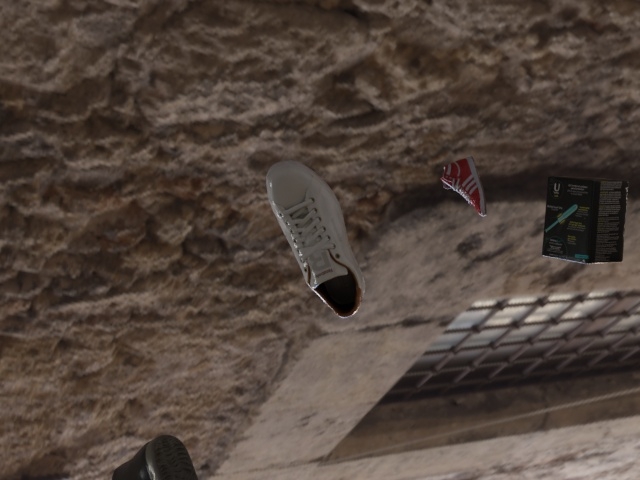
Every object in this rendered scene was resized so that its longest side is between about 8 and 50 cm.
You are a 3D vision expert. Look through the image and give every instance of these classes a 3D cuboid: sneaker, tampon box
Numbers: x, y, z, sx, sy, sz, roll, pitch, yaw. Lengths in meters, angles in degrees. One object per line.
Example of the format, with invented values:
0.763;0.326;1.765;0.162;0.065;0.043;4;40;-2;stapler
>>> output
0.255;-0.090;1.652;0.067;0.042;0.119;-13;-117;2;sneaker
-0.203;0.380;1.216;0.083;0.118;0.222;7;-125;-44;sneaker
0.515;-0.043;1.799;0.101;0.120;0.161;-2;-82;-33;tampon box
0.000;0.000;1.557;0.290;0.105;0.123;60;-169;-18;sneaker
